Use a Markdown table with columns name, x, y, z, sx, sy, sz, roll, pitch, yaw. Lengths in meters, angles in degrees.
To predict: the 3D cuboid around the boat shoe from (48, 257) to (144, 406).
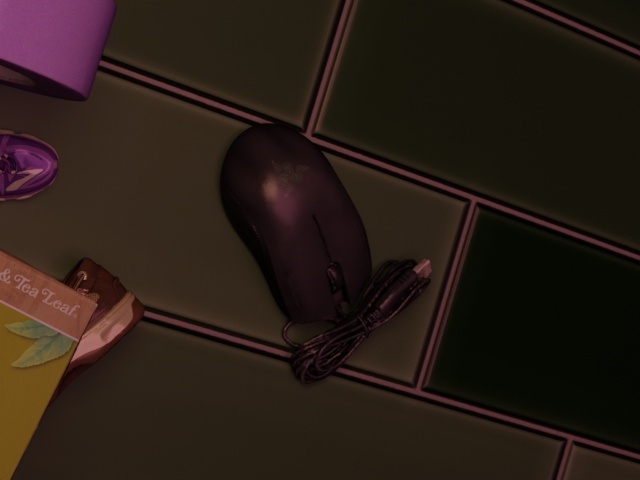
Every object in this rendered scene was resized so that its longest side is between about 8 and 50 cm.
| name | x | y | z | sx | sy | sz | roll | pitch | yaw |
| --- | --- | --- | --- | --- | --- | --- | --- | --- | --- |
| boat shoe | -0.289 | 0.116 | 1.757 | 0.257 | 0.095 | 0.095 | -44 | 101 | -24 |

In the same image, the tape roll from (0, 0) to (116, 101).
| name | x | y | z | sx | sy | sz | roll | pitch | yaw |
| --- | --- | --- | --- | --- | --- | --- | --- | --- | --- |
| tape roll | -0.318 | -0.204 | 1.586 | 0.275 | 0.275 | 0.090 | 18 | 87 | -30 |

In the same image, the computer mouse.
| name | x | y | z | sx | sy | sz | roll | pitch | yaw |
| --- | --- | --- | --- | --- | --- | --- | --- | --- | --- |
| computer mouse | 0.000 | 0.000 | 1.905 | 0.188 | 0.072 | 0.272 | -39 | 113 | -19 |

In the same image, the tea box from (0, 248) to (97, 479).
| name | x | y | z | sx | sy | sz | roll | pitch | yaw |
| --- | --- | --- | --- | --- | --- | --- | --- | --- | --- |
| tea box | -0.399 | 0.128 | 1.550 | 0.220 | 0.329 | 0.323 | 31 | 80 | -28 |

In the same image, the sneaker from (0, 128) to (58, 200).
| name | x | y | z | sx | sy | sz | roll | pitch | yaw |
| --- | --- | --- | --- | --- | --- | --- | --- | --- | --- |
| sneaker | -0.320 | -0.071 | 1.718 | 0.170 | 0.071 | 0.068 | 5 | 94 | -30 |
